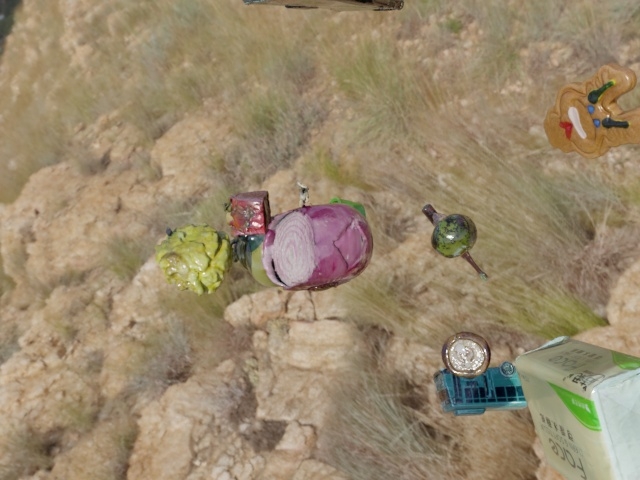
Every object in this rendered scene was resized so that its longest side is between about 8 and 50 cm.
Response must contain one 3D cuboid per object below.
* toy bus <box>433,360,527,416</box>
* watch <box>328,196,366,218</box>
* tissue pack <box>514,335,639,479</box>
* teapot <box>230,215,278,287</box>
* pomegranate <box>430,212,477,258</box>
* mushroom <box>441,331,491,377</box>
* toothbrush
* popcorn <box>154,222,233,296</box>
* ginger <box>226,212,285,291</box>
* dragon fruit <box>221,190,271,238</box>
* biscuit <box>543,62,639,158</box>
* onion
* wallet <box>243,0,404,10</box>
[{"bbox_3d":[0.478,0.446,1.734,0.255,0.128,0.147,-1,65,-5],"label":"toy bus"},{"bbox_3d":[0.038,-0.020,1.408,0.165,0.131,0.152,135,141,-59],"label":"watch"},{"bbox_3d":[0.666,0.434,1.392,0.205,0.332,0.405,-19,-1,-3],"label":"tissue pack"},{"bbox_3d":[-0.131,0.030,1.426,0.182,0.269,0.173,8,66,24],"label":"teapot"},{"bbox_3d":[0.390,-0.021,1.714,0.138,0.125,0.163,-46,15,15],"label":"pomegranate"},{"bbox_3d":[0.368,0.288,1.467,0.123,0.052,0.123,-1,85,12],"label":"mushroom"},{"bbox_3d":[0.473,0.013,2.022,0.040,0.364,0.041,-38,17,14],"label":"toothbrush"},{"bbox_3d":[-0.278,0.036,1.264,0.173,0.142,0.174,-4,69,10],"label":"popcorn"},{"bbox_3d":[-0.167,0.019,1.652,0.299,0.065,0.118,47,123,13],"label":"ginger"},{"bbox_3d":[-0.152,-0.050,1.194,0.096,0.102,0.147,-8,3,1],"label":"dragon fruit"},{"bbox_3d":[0.664,-0.302,1.433,0.047,0.202,0.334,-22,2,-12],"label":"biscuit"},{"bbox_3d":[0.003,0.013,1.079,0.207,0.200,0.201,-53,29,32],"label":"onion"},{"bbox_3d":[0.014,-0.459,1.090,0.168,0.044,0.317,12,21,33],"label":"wallet"}]
